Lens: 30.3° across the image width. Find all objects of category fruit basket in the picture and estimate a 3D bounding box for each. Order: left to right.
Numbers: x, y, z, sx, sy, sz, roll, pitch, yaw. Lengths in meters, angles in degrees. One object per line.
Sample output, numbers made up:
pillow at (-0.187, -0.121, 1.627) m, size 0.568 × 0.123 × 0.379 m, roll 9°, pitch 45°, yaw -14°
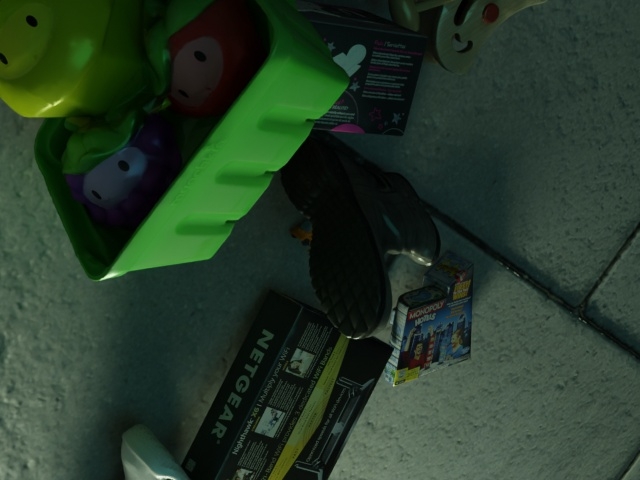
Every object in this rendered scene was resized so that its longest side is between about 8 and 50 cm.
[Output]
fruit basket at (-0.213, -0.171, 1.266) m, size 0.392 × 0.283 × 0.392 m, roll -21°, pitch 144°, yaw -16°

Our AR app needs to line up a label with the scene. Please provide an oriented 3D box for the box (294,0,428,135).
box at (-0.013, -0.233, 1.534) m, size 0.247 × 0.163 × 0.142 m, roll 2°, pitch 112°, yaw -36°

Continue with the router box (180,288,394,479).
router box at (-0.046, 0.256, 1.816) m, size 0.243 × 0.081 × 0.308 m, roll 29°, pitch 88°, yaw -47°

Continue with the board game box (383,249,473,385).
board game box at (0.182, 0.121, 1.944) m, size 0.194 × 0.060 × 0.194 m, roll -13°, pitch 120°, yaw -42°

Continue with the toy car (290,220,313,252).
toy car at (0.000, 0.000, 1.720) m, size 0.060 × 0.122 × 0.040 m, roll 29°, pitch 94°, yaw -25°

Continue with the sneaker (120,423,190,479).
sneaker at (-0.282, 0.448, 1.751) m, size 0.210 × 0.137 × 0.365 m, roll -29°, pitch 132°, yaw -23°

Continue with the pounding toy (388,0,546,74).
pounding toy at (0.220, -0.316, 1.663) m, size 0.270 × 0.155 × 0.154 m, roll -26°, pitch 124°, yaw -22°

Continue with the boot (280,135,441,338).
boot at (0.089, 0.002, 1.641) m, size 0.223 × 0.338 × 0.118 m, roll 18°, pitch 133°, yaw -38°
